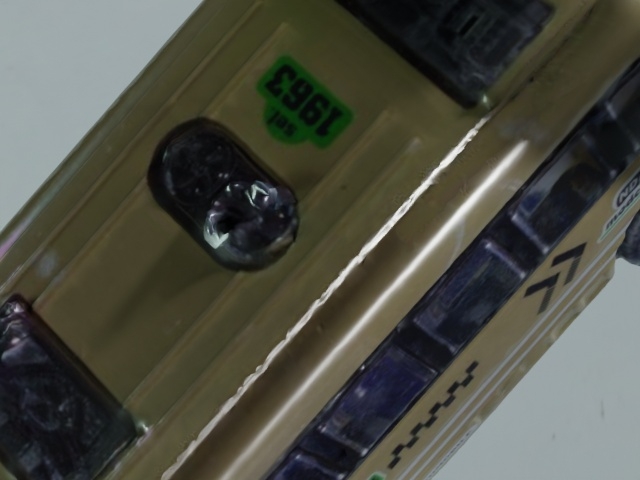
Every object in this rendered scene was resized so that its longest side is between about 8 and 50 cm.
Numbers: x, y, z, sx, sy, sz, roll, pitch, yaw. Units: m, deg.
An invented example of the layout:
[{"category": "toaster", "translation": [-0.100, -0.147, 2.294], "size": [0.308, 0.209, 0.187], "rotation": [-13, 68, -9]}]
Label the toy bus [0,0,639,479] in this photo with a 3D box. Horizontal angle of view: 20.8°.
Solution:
[{"category": "toy bus", "translation": [0.000, 0.000, 0.550], "size": [0.289, 0.157, 0.139], "rotation": [-47, 64, 3]}]
